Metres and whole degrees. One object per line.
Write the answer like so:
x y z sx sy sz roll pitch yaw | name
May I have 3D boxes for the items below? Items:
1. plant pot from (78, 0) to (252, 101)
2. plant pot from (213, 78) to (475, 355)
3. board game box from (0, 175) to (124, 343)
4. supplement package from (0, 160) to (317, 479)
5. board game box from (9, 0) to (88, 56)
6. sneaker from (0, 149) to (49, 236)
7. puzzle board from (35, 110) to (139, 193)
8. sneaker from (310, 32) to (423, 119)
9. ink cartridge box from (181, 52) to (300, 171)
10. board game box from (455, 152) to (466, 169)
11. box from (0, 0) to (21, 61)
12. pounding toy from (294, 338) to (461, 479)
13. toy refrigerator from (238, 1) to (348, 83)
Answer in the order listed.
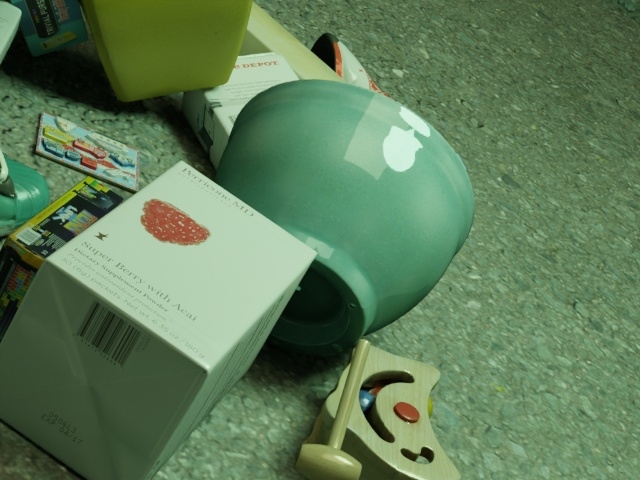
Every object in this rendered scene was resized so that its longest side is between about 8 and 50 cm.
-0.203 -0.295 1.902 0.212 0.187 0.212 -11 40 -14 | plant pot
0.000 0.000 1.666 0.293 0.293 0.196 30 51 -4 | plant pot
-0.264 0.031 1.449 0.048 0.141 0.170 32 28 4 | board game box
-0.156 0.076 1.449 0.177 0.175 0.293 34 27 5 | supplement package
-0.375 -0.421 1.821 0.079 0.254 0.336 -18 78 -7 | board game box
-0.398 -0.089 1.528 0.302 0.121 0.108 12 34 -34 | sneaker
-0.273 -0.107 1.806 0.128 0.011 0.096 23 29 -19 | puzzle board
0.071 -0.186 2.212 0.145 0.090 0.270 16 35 -30 | sneaker
-0.080 -0.150 1.959 0.139 0.082 0.191 -9 43 -24 | ink cartridge box
0.055 -0.062 1.910 0.211 0.160 0.039 12 34 -33 | board game box
-0.407 -0.239 1.756 0.102 0.087 0.101 28 -12 -10 | box
0.078 0.185 1.534 0.154 0.155 0.269 29 27 2 | pounding toy
-0.080 -0.242 2.128 0.269 0.102 0.094 42 29 20 | toy refrigerator
